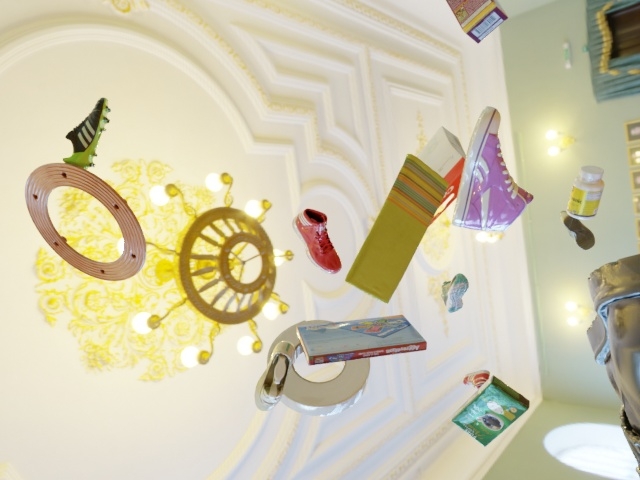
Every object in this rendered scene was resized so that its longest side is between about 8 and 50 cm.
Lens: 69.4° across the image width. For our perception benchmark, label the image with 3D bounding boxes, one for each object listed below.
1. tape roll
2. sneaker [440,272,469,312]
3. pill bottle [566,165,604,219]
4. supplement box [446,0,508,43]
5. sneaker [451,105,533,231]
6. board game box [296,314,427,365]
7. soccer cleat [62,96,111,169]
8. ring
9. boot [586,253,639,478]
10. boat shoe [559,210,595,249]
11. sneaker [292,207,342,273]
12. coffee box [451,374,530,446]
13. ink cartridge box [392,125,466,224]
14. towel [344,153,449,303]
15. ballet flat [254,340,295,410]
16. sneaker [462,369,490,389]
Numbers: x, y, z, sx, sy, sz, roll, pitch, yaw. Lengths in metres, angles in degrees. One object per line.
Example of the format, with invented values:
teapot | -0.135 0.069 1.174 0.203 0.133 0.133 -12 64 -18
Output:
tape roll | -0.008 0.465 1.738 0.392 0.392 0.071 -47 -30 -41
sneaker | 0.384 0.143 1.359 0.065 0.076 0.166 -17 -40 -13
pill bottle | 0.621 -0.113 1.080 0.065 0.065 0.116 -41 -43 -43
supplement box | 0.229 -0.345 0.683 0.043 0.055 0.083 10 -124 -42
sneaker | 0.399 -0.151 1.030 0.102 0.161 0.281 -55 -28 -55
board game box | 0.094 0.234 1.109 0.282 0.145 0.027 -4 -70 -13
soccer cleat | -0.538 -0.250 1.063 0.073 0.060 0.178 18 -92 -14
ring | -0.572 -0.040 1.139 0.336 0.337 0.032 63 -148 -22
boot | 0.305 0.157 0.339 0.348 0.131 0.259 40 -139 -54
boat shoe | 0.782 -0.032 1.412 0.153 0.056 0.048 39 -155 -19
sneaker | 0.000 0.000 1.407 0.087 0.128 0.221 -39 -92 -25
coffee box | 0.444 0.450 1.218 0.113 0.184 0.040 35 -149 11
ink cartridge box | 0.389 -0.211 1.668 0.091 0.308 0.385 32 -150 -12
towel | 0.127 -0.019 0.766 0.102 0.021 0.237 31 -97 -29
ballet flat | -0.137 0.415 1.361 0.086 0.086 0.248 2 -69 -49
sneaker | 0.512 0.476 1.534 0.042 0.118 0.067 31 -130 -8
